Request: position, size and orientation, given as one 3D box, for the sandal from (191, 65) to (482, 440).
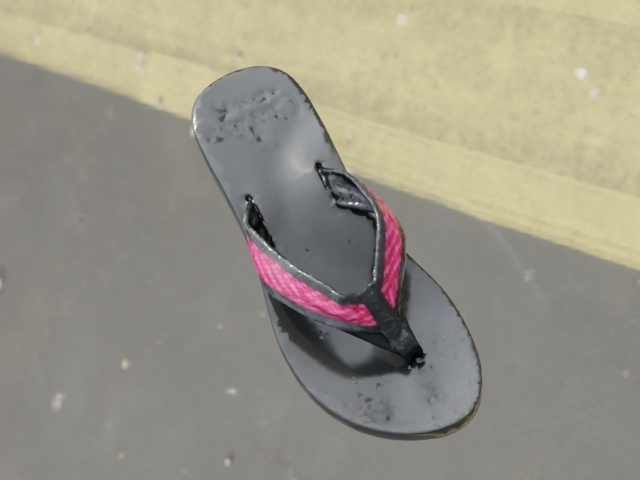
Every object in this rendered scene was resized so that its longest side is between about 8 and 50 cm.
[{"bbox_3d":[0.000,0.000,0.524,0.179,0.067,0.040,59,168,21],"label":"sandal"}]
